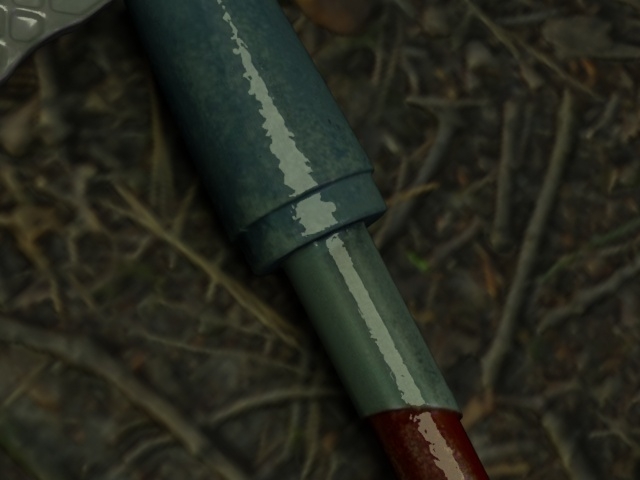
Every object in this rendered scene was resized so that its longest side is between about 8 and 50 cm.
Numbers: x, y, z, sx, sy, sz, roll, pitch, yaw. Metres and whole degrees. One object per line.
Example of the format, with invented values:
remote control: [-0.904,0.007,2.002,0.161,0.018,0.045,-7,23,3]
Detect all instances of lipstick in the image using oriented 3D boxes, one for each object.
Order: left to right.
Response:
lipstick: [0.000,0.000,0.708,0.068,0.061,0.274,-23,82,-29]

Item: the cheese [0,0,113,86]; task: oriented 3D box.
cheese: [-0.194,-0.060,0.643,0.163,0.071,0.249,30,63,-11]
